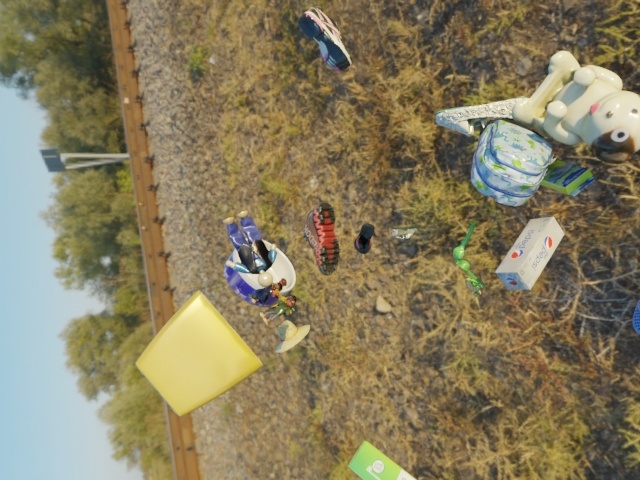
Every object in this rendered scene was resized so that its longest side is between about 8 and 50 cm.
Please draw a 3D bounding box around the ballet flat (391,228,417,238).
[{"bbox_3d":[0.334,-0.025,1.799,0.041,0.115,0.041,177,90,-71],"label":"ballet flat"}]

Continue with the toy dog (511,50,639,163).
[{"bbox_3d":[0.920,-0.411,1.536,0.284,0.396,0.407,-46,25,16],"label":"toy dog"}]

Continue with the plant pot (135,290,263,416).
[{"bbox_3d":[-0.284,0.268,1.004,0.212,0.187,0.212,49,154,2],"label":"plant pot"}]

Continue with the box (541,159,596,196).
[{"bbox_3d":[0.903,-0.232,1.668,0.042,0.109,0.178,49,-177,-26],"label":"box"}]

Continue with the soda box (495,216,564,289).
[{"bbox_3d":[0.742,0.044,1.598,0.091,0.286,0.098,49,156,-16],"label":"soda box"}]

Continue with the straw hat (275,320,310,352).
[{"bbox_3d":[-0.103,0.286,1.421,0.061,0.144,0.144,54,156,-8],"label":"straw hat"}]

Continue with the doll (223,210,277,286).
[{"bbox_3d":[-0.169,0.028,1.090,0.188,0.129,0.046,62,162,6],"label":"doll"}]

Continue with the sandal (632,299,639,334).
[{"bbox_3d":[0.890,0.128,1.177,0.126,0.139,0.317,-110,18,-55],"label":"sandal"}]

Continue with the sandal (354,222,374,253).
[{"bbox_3d":[0.166,0.002,1.730,0.179,0.067,0.040,98,-178,-55],"label":"sandal"}]

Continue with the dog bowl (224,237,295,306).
[{"bbox_3d":[-0.231,0.121,1.732,0.104,0.265,0.264,-48,49,28],"label":"dog bowl"}]

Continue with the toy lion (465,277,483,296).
[{"bbox_3d":[0.728,0.216,2.162,0.096,0.034,0.100,57,170,34],"label":"toy lion"}]

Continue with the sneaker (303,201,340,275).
[{"bbox_3d":[0.000,0.000,1.713,0.135,0.098,0.275,-18,76,51],"label":"sneaker"}]

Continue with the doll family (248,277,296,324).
[{"bbox_3d":[-0.123,0.156,1.221,0.193,0.112,0.076,47,165,44],"label":"doll family"}]

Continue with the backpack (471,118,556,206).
[{"bbox_3d":[0.685,-0.281,1.632,0.290,0.355,0.273,33,152,8],"label":"backpack"}]

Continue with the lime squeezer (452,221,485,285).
[{"bbox_3d":[0.605,0.073,1.867,0.059,0.110,0.310,44,155,62],"label":"lime squeezer"}]

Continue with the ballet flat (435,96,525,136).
[{"bbox_3d":[0.700,-0.531,1.988,0.410,0.147,0.146,-2,95,33],"label":"ballet flat"}]

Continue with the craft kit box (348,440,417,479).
[{"bbox_3d":[0.192,0.453,0.736,0.250,0.061,0.246,23,154,42],"label":"craft kit box"}]

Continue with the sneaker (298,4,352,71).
[{"bbox_3d":[0.028,-0.519,1.149,0.072,0.178,0.077,0,54,46],"label":"sneaker"}]
